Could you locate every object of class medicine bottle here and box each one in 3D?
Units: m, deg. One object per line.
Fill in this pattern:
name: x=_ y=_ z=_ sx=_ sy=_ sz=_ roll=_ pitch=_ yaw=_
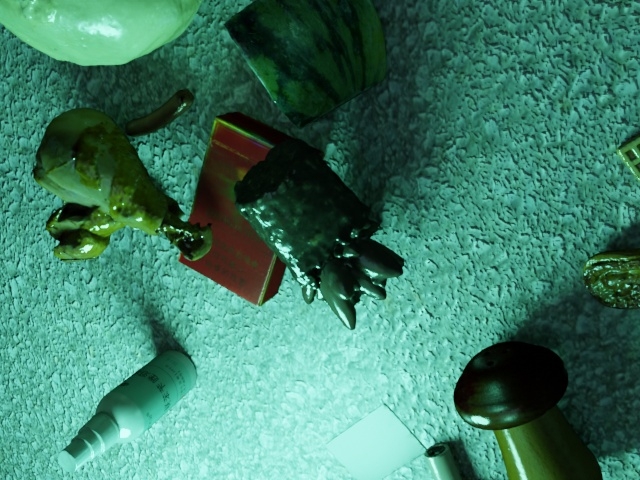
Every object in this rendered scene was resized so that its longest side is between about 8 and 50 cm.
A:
medicine bottle: x=-0.393 y=0.348 z=1.356 sx=0.110 sy=0.352 sz=0.110 roll=8 pitch=111 yaw=22

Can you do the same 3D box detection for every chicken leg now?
chicken leg: x=-0.391 y=-0.056 z=1.267 sx=0.409 sy=0.182 sz=0.295 roll=33 pitch=98 yaw=14

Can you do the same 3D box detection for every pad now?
pad: x=0.110 y=0.425 z=1.354 sx=0.127 sy=0.004 sz=0.190 roll=48 pitch=119 yaw=2

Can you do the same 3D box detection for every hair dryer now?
hair dryer: x=0.327 y=0.463 z=1.239 sx=0.220 sy=0.053 sz=0.195 roll=-20 pitch=98 yaw=28

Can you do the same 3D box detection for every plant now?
plant: x=0.000 y=0.000 z=1.100 sx=0.194 sy=0.182 sz=0.321 roll=-39 pitch=117 yaw=4

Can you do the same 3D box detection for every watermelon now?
watermelon: x=-0.038 y=-0.299 z=1.069 sx=0.213 sy=0.261 sz=0.201 roll=59 pitch=148 yaw=-7

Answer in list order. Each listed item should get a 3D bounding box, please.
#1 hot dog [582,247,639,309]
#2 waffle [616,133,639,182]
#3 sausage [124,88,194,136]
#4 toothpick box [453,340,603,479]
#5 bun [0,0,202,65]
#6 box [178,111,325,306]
hot dog: x=0.480 y=0.053 z=1.017 sx=0.147 sy=0.065 sz=0.099 roll=-8 pitch=114 yaw=25
waffle: x=0.512 y=-0.106 z=0.971 sx=0.092 sy=0.021 sz=0.135 roll=-36 pitch=92 yaw=32
sausage: x=-0.316 y=-0.244 z=1.292 sx=0.176 sy=0.040 sz=0.047 roll=-22 pitch=99 yaw=31
toothpick box: x=0.349 y=0.312 z=1.103 sx=0.192 sy=0.192 sz=0.295 roll=-22 pitch=103 yaw=29
bun: x=-0.370 y=-0.401 z=1.104 sx=0.364 sy=0.364 sz=0.202 roll=15 pitch=126 yaw=20
box: x=-0.136 y=-0.058 z=1.247 sx=0.197 sy=0.089 sz=0.314 roll=28 pitch=118 yaw=16
